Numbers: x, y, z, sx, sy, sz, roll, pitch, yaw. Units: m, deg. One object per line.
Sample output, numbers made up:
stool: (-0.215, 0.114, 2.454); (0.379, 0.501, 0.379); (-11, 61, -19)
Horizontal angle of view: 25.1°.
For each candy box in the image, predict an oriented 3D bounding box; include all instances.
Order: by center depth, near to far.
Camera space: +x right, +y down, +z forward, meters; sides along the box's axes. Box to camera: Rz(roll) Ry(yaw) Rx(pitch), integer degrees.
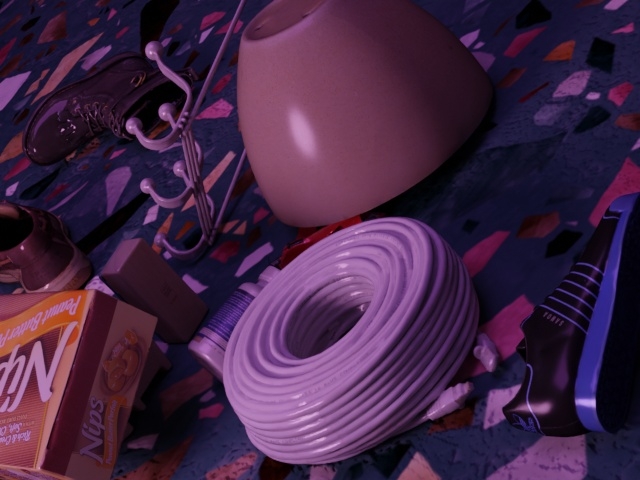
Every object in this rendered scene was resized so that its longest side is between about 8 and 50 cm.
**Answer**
candy box: (-0.315, 0.152, 1.493); (0.316, 0.087, 0.183); (-4, 65, 47)

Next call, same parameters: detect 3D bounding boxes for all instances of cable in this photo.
cable: (0.023, 0.090, 1.319); (0.257, 0.089, 0.257); (-33, 29, 14)

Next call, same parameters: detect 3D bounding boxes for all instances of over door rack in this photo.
over door rack: (-0.121, -0.169, 1.705); (0.108, 0.239, 0.324); (22, 60, 18)

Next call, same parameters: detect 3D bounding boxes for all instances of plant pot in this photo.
plant pot: (0.018, -0.177, 1.566); (0.284, 0.191, 0.284); (-28, 26, 15)

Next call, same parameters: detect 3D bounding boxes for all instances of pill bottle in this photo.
pill bottle: (-0.073, 0.086, 1.466); (0.120, 0.067, 0.067); (-49, 29, -15)

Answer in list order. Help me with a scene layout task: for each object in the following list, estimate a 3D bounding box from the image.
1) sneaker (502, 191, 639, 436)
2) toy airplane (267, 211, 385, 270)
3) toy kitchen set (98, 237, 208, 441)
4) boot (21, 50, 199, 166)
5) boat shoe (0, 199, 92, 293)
sneaker: (0.210, 0.055, 1.152); (0.090, 0.081, 0.232); (-7, 44, 35)
toy airplane: (0.000, 0.000, 1.540); (0.151, 0.028, 0.151); (-30, 30, 19)
toy kitchen set: (-0.259, 0.118, 1.588); (0.166, 0.122, 0.207); (-7, 43, 46)
boot: (-0.316, -0.188, 2.125); (0.263, 0.091, 0.229); (-42, 28, -6)
boat shoe: (-0.420, -0.009, 1.960); (0.123, 0.123, 0.342); (-44, 28, -7)
